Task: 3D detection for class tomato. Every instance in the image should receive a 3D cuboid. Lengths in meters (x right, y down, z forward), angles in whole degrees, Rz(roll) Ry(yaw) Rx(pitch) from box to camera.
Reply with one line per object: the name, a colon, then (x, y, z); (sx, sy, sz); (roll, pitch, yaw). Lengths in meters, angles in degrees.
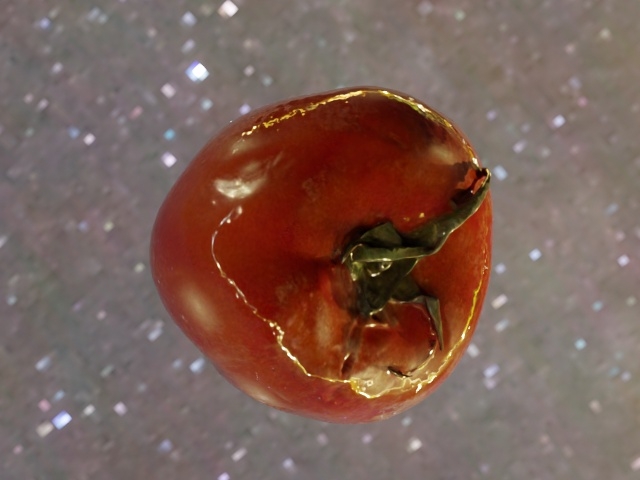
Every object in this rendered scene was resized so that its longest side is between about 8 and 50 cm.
tomato: (0.000, 0.000, 0.999); (0.187, 0.187, 0.151); (22, -176, -34)
